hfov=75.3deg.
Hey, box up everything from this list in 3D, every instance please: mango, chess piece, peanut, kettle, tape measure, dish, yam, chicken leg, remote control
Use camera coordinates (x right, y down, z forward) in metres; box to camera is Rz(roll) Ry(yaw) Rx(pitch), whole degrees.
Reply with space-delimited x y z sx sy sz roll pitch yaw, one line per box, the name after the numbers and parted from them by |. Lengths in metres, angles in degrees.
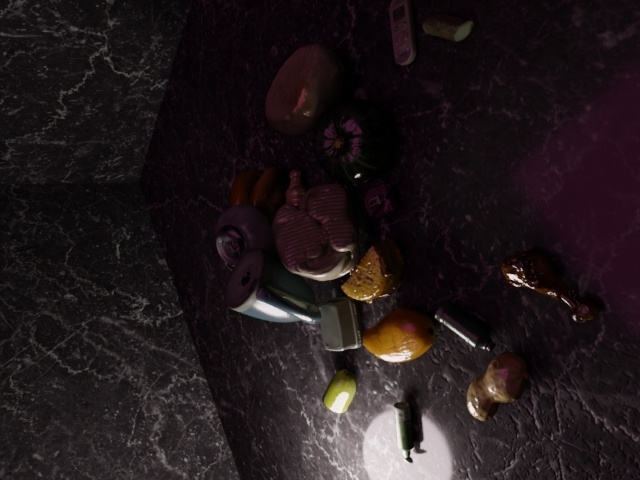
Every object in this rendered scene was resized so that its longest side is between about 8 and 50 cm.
0.275 0.332 1.448 0.295 0.120 0.177 -36 76 48 | mango
-0.107 -0.158 1.840 0.139 0.124 0.307 176 91 -83 | chess piece
0.503 0.427 1.202 0.263 0.101 0.117 -63 31 34 | peanut
-0.150 0.221 1.606 0.247 0.342 0.319 -58 32 1 | kettle
0.219 -0.139 1.472 0.125 0.074 0.118 -35 68 45 | tape measure
-0.351 0.012 1.764 0.324 0.124 0.324 9 107 32 | dish
0.374 -0.631 1.220 0.146 0.069 0.070 43 126 38 | yam
0.590 0.114 1.075 0.251 0.087 0.107 42 144 30 | chicken leg
0.271 -0.684 1.352 0.078 0.042 0.221 -5 91 51 | remote control

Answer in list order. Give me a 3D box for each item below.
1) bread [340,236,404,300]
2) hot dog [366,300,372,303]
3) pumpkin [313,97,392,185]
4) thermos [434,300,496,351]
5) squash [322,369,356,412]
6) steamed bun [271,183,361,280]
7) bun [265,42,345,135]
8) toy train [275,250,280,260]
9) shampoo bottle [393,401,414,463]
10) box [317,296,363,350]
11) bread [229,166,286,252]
0.203 0.127 1.474 0.147 0.160 0.260 51 125 24 | bread
0.185 0.206 1.608 0.037 0.021 0.083 5 99 51 | hot dog
0.117 -0.343 1.467 0.300 0.207 0.300 7 102 35 | pumpkin
0.450 0.266 1.271 0.187 0.083 0.073 39 146 38 | thermos
0.086 0.609 1.718 0.123 0.123 0.187 40 121 39 | squash
0.000 0.000 1.597 0.342 0.255 0.368 -16 57 9 | steamed bun
-0.049 -0.562 1.595 0.365 0.219 0.365 -31 48 42 | bun
-0.160 0.139 1.867 0.300 0.202 0.131 -49 61 40 | toy train
0.307 0.698 1.507 0.065 0.065 0.204 -4 93 50 | shampoo bottle
0.083 0.334 1.665 0.148 0.129 0.210 -14 84 49 | box
-0.268 -0.127 1.973 0.245 0.329 0.424 -5 92 9 | bread
